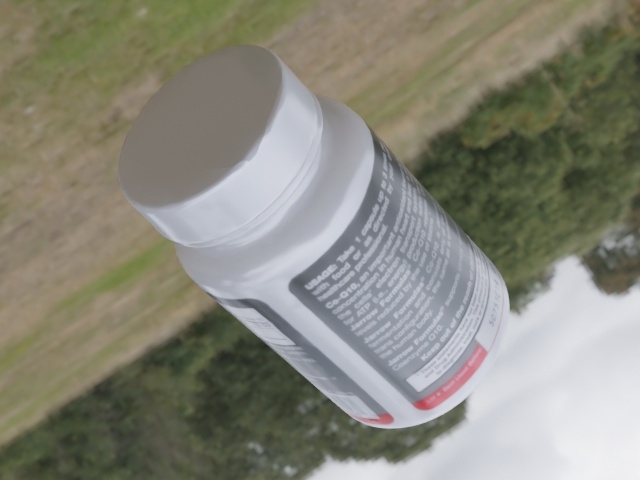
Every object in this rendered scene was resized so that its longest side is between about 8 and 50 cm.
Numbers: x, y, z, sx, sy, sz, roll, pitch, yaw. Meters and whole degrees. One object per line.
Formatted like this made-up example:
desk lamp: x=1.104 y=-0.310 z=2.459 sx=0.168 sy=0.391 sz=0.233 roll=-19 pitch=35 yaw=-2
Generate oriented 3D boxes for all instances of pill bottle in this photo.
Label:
pill bottle: x=0.000 y=0.000 z=1.011 sx=0.161 sy=0.283 sz=0.161 roll=-24 pitch=-136 yaw=25
